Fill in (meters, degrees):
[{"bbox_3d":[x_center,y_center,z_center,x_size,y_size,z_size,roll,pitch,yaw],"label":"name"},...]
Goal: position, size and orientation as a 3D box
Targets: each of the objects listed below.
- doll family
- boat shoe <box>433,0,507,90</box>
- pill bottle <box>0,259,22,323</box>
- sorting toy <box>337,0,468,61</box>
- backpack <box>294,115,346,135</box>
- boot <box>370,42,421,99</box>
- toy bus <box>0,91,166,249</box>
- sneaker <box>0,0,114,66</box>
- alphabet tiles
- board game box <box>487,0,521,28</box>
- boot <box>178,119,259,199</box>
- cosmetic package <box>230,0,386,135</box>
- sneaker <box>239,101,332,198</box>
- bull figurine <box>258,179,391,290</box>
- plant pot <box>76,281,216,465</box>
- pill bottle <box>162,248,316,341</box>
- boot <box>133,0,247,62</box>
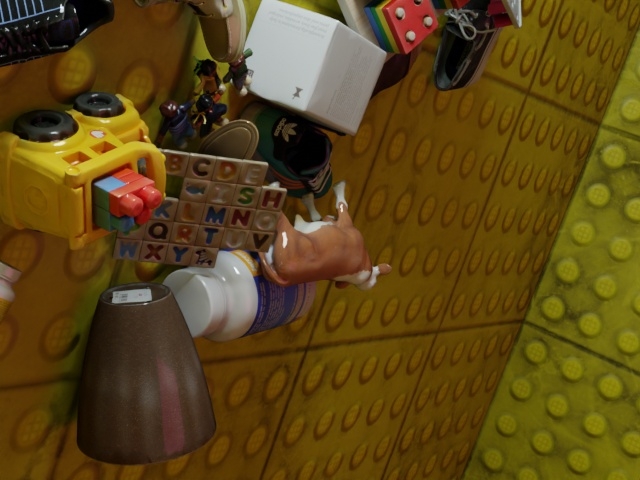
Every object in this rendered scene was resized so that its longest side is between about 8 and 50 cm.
[{"bbox_3d":[-0.172,-0.213,1.520,0.193,0.076,0.111,-63,171,-14],"label":"doll family"},{"bbox_3d":[0.303,-0.445,2.094,0.105,0.113,0.306,-23,146,-42],"label":"boat shoe"},{"bbox_3d":[-0.435,0.081,1.324,0.116,0.065,0.065,-61,151,-5],"label":"pill bottle"},{"bbox_3d":[0.143,-0.464,1.724,0.257,0.089,0.255,-43,124,-24],"label":"sorting toy"},{"bbox_3d":[0.023,-0.251,1.790,0.084,0.105,0.114,-45,152,-74],"label":"backpack"},{"bbox_3d":[0.106,-0.371,1.844,0.207,0.090,0.248,-45,143,-28],"label":"boot"},{"bbox_3d":[-0.273,-0.083,1.320,0.220,0.211,0.149,-33,136,-46],"label":"toy bus"},{"bbox_3d":[-0.345,-0.248,1.195,0.232,0.090,0.081,-41,143,-37],"label":"sneaker"},{"bbox_3d":[-0.177,-0.041,1.531,0.237,0.009,0.198,6,123,-19],"label":"alphabet tiles"},{"bbox_3d":[0.280,-0.627,1.802,0.390,0.050,0.390,37,51,-61],"label":"board game box"},{"bbox_3d":[-0.135,-0.135,1.590,0.197,0.073,0.152,-44,-179,34],"label":"boot"},{"bbox_3d":[-0.016,-0.277,1.651,0.183,0.151,0.151,15,98,-62],"label":"cosmetic package"},{"bbox_3d":[-0.030,-0.133,1.767,0.108,0.121,0.302,-63,152,-6],"label":"sneaker"},{"bbox_3d":[0.000,0.000,1.743,0.310,0.101,0.188,-3,71,-56],"label":"bull figurine"},{"bbox_3d":[-0.273,0.188,1.561,0.215,0.215,0.230,-23,117,-50],"label":"plant pot"},{"bbox_3d":[-0.139,0.086,1.724,0.272,0.152,0.152,-10,120,-57],"label":"pill bottle"},{"bbox_3d":[-0.185,-0.330,1.395,0.165,0.077,0.213,-32,123,-44],"label":"boot"}]
